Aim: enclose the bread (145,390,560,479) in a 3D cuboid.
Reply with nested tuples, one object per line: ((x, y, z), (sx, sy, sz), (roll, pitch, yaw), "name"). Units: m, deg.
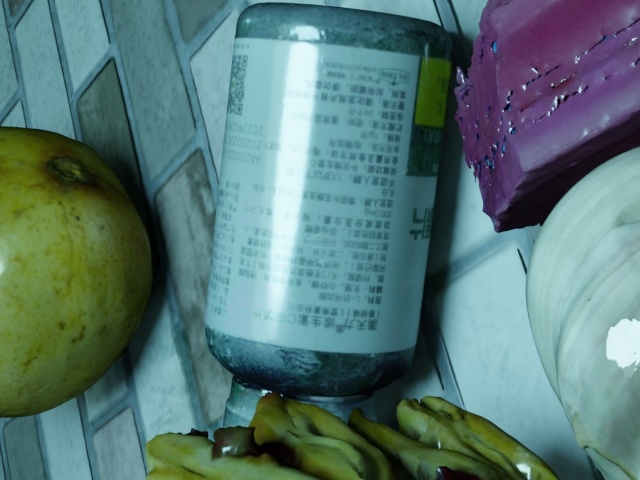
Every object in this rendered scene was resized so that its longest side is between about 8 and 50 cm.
((0.097, 0.234, 0.626), (0.370, 0.191, 0.314), (16, 126, 43), "bread")

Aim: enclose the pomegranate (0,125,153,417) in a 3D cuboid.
((-0.276, 0.026, 1.116), (0.260, 0.260, 0.260), (-3, 86, 53), "pomegranate")

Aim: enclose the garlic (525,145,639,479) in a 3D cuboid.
((0.219, 0.034, 0.518), (0.253, 0.245, 0.245), (-42, 48, 3), "garlic")

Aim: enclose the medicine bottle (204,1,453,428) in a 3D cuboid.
((0.000, 0.000, 0.827), (0.141, 0.141, 0.293), (15, 100, 52), "medicine bottle")

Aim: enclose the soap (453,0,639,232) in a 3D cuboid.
((0.161, -0.090, 0.609), (0.250, 0.162, 0.099), (-30, 71, 50), "soap")
